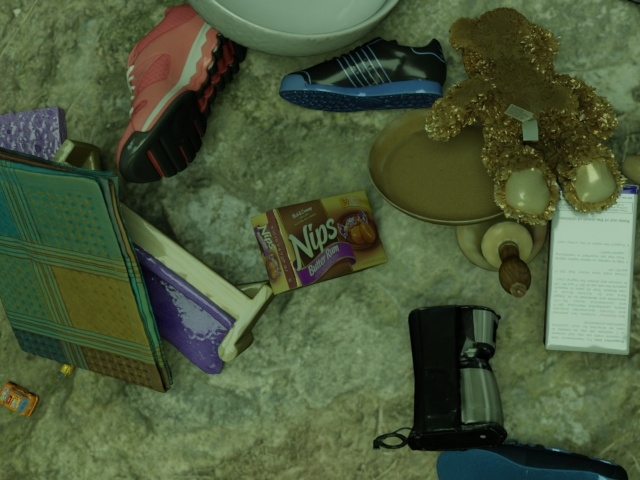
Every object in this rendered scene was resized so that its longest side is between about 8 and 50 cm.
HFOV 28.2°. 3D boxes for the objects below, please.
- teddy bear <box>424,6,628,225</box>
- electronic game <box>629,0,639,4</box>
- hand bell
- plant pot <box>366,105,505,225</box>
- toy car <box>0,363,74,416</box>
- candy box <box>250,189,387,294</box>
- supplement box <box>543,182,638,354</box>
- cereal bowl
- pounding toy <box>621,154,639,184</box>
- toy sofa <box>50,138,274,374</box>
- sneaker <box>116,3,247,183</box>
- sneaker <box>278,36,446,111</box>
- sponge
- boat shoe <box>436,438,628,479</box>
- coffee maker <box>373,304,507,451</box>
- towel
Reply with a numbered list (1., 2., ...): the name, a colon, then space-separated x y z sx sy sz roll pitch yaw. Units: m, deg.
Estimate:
1. teddy bear: 0.268 -0.152 1.663 0.245 0.113 0.338 -28 57 -12
2. electronic game: 0.458 -0.431 1.720 0.229 0.048 0.229 0 90 0
3. hand bell: 0.242 0.019 1.629 0.126 0.242 0.126 1 108 3
4. plant pot: 0.180 -0.098 1.700 0.236 0.032 0.236 -3 46 3
5. toy car: -0.415 0.203 1.834 0.060 0.040 0.122 45 95 7
6. candy box: 0.000 0.000 1.711 0.053 0.187 0.109 -21 85 42
7. supplement box: 0.358 0.037 1.693 0.114 0.111 0.220 2 89 8
8. cereal bowl: -0.048 -0.390 1.717 0.339 0.141 0.339 4 70 -12
9. pounding toy: 0.518 -0.161 1.631 0.154 0.155 0.269 32 81 12
10. toy sofa: -0.241 0.032 1.745 0.362 0.150 0.177 36 94 3
11. sneaker: -0.217 -0.206 1.751 0.136 0.116 0.314 15 58 21
12. sneaker: 0.059 -0.233 1.764 0.232 0.081 0.090 1 74 9
13. sponge: -0.472 -0.123 1.854 0.210 0.031 0.117 -7 89 8
14. boat shoe: 0.284 0.324 1.704 0.258 0.089 0.109 9 105 30
15. coffee maker: 0.158 0.180 1.686 0.171 0.120 0.178 4 63 -11
16. towel: -0.341 0.036 1.684 0.271 0.040 0.370 13 135 26
